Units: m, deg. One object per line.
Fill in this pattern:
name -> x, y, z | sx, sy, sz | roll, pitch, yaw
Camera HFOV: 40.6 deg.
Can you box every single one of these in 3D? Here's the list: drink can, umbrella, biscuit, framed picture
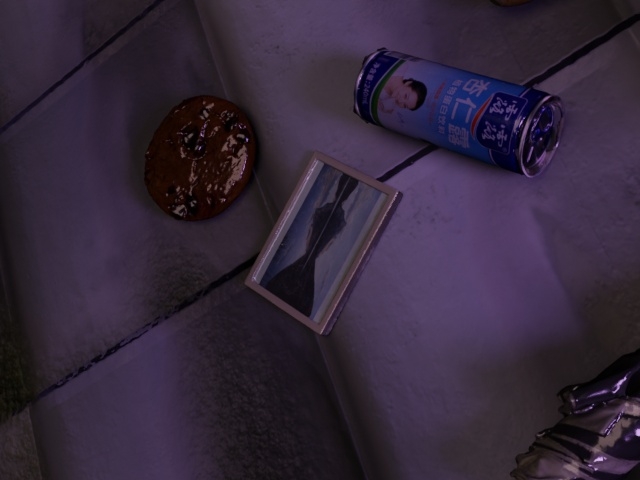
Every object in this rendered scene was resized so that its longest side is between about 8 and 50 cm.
drink can -> 0.154, -0.152, 0.999 | 0.235, 0.097, 0.097 | 25, 90, 34
umbrella -> 0.322, 0.115, 0.811 | 0.106, 0.113, 0.358 | 44, 97, 6
biscuit -> -0.175, -0.117, 1.229 | 0.192, 0.049, 0.192 | -9, 74, 34
framed picture -> 0.000, 0.000, 1.102 | 0.150, 0.015, 0.203 | 31, 94, 35

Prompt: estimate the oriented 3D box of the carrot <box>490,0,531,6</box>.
carrot -> 0.324, -0.331, 0.962 | 0.298, 0.078, 0.078 | -11, 71, 27
